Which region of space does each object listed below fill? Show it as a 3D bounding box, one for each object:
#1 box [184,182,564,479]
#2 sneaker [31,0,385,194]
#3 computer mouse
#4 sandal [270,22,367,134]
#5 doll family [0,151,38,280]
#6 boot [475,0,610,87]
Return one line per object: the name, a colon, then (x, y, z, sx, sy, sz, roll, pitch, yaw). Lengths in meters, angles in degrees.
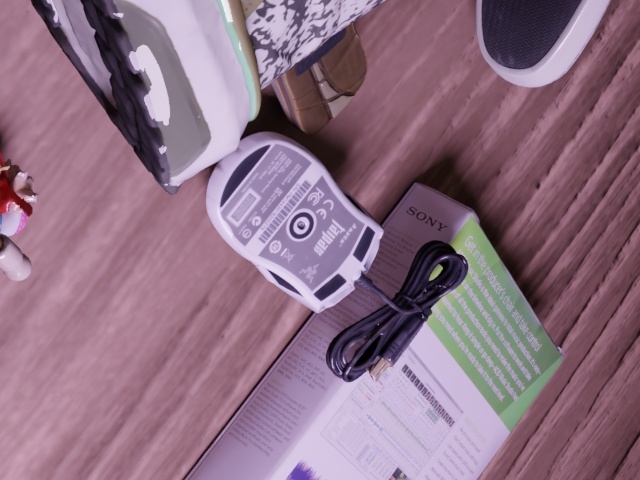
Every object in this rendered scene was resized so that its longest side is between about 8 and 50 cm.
box: (0.025, 0.147, 1.031, 0.322, 0.058, 0.232, -51, 144, -9)
sneaker: (-0.046, -0.212, 0.584, 0.182, 0.158, 0.410, -30, 145, -19)
computer mouse: (0.000, 0.000, 0.879, 0.106, 0.042, 0.193, -50, 127, -4)
sandal: (-0.013, -0.121, 0.800, 0.072, 0.049, 0.180, -40, 156, -16)
doll family: (-0.197, 0.021, 0.612, 0.263, 0.118, 0.163, -8, 121, -47)
boot: (0.194, -0.203, 0.956, 0.176, 0.088, 0.244, 7, 106, -54)
